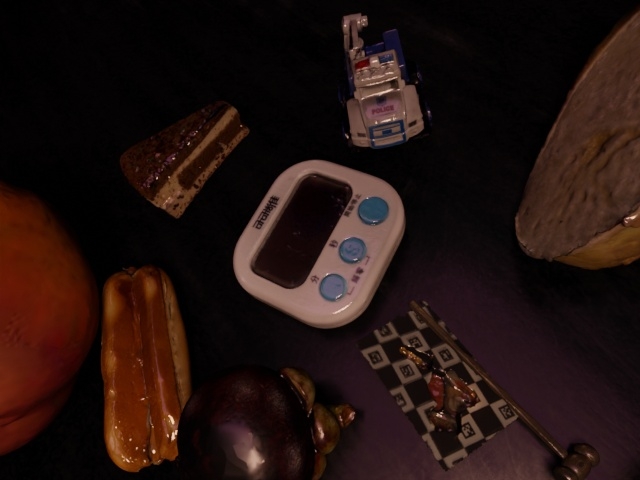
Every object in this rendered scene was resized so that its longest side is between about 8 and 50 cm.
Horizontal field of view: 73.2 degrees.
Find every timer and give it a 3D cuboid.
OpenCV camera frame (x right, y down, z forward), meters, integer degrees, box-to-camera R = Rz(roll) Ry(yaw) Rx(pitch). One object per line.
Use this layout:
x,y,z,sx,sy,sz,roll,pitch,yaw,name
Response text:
0.000,0.000,0.702,0.237,0.087,0.261,22,73,24,timer

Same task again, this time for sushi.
0.152,0.190,0.594,0.139,0.031,0.201,-22,56,-22,sushi

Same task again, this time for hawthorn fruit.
-0.573,0.094,0.633,0.473,0.471,0.470,-7,64,14,hawthorn fruit

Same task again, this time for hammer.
0.223,0.183,0.573,0.058,0.029,0.292,-26,56,-27,hammer

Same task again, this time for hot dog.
-0.279,0.182,0.696,0.135,0.100,0.336,-19,62,-2,hot dog

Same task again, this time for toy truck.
0.100,-0.272,0.749,0.161,0.177,0.212,-11,62,11,toy truck

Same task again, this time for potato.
0.488,-0.111,0.534,0.296,0.290,0.396,20,92,-4,potato

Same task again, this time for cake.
-0.277,-0.182,0.859,0.135,0.112,0.246,29,77,29,cake

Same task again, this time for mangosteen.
-0.068,0.250,0.563,0.231,0.194,0.194,-18,58,-23,mangosteen
